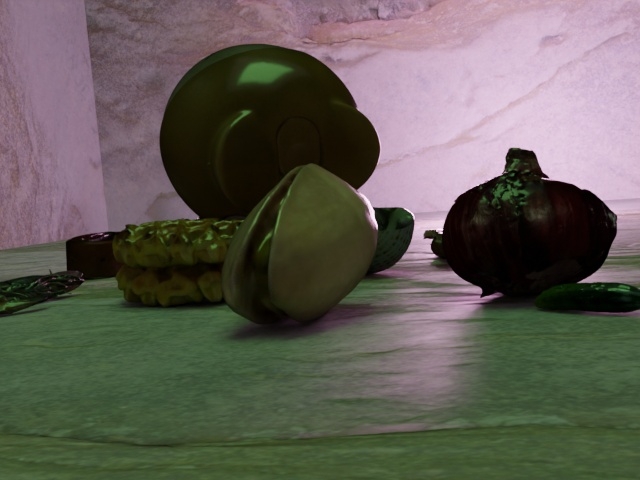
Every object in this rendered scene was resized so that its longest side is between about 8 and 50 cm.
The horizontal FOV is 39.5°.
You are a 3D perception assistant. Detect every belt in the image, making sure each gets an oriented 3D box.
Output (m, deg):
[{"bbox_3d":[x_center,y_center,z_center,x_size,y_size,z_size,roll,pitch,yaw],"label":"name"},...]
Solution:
[{"bbox_3d":[-0.536,0.032,2.230,0.184,0.105,0.261,-2,4,9],"label":"belt"}]

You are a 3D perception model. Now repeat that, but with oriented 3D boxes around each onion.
[{"bbox_3d":[0.296,-0.027,1.289,0.252,0.219,0.252,-1,-4,0],"label":"onion"}]

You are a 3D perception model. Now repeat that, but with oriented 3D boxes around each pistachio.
[{"bbox_3d":[-0.029,0.010,1.248,0.194,0.213,0.318,-2,17,20],"label":"pistachio"}]

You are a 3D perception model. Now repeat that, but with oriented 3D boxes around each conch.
[{"bbox_3d":[0.092,0.004,1.730,0.173,0.131,0.200,3,22,-3],"label":"conch"}]

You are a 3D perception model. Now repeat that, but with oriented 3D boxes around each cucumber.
[{"bbox_3d":[0.340,0.071,1.114,0.168,0.039,0.039,-3,4,43],"label":"cucumber"}]

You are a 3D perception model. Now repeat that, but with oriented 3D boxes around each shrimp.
[{"bbox_3d":[-0.548,0.102,1.695,0.169,0.058,0.296,8,15,39],"label":"shrimp"}]

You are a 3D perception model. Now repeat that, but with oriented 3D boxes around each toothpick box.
[{"bbox_3d":[-0.113,-0.193,1.827,0.409,0.408,0.425,-7,16,-21],"label":"toothpick box"}]

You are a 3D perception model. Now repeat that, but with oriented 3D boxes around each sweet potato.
[{"bbox_3d":[0.267,0.012,1.902,0.065,0.051,0.218,-19,3,10],"label":"sweet potato"}]

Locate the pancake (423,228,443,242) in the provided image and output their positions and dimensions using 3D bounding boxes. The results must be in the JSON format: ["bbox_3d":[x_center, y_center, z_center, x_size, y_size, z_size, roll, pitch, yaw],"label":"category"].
[{"bbox_3d":[0.330,0.012,1.734,0.258,0.056,0.212,2,8,-19],"label":"pancake"}]

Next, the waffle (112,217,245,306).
[{"bbox_3d":[-0.223,0.033,1.608,0.324,0.151,0.261,-3,1,40],"label":"waffle"}]

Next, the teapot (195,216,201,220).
[{"bbox_3d":[-0.221,0.013,1.965,0.130,0.119,0.166,-8,21,-39],"label":"teapot"}]
